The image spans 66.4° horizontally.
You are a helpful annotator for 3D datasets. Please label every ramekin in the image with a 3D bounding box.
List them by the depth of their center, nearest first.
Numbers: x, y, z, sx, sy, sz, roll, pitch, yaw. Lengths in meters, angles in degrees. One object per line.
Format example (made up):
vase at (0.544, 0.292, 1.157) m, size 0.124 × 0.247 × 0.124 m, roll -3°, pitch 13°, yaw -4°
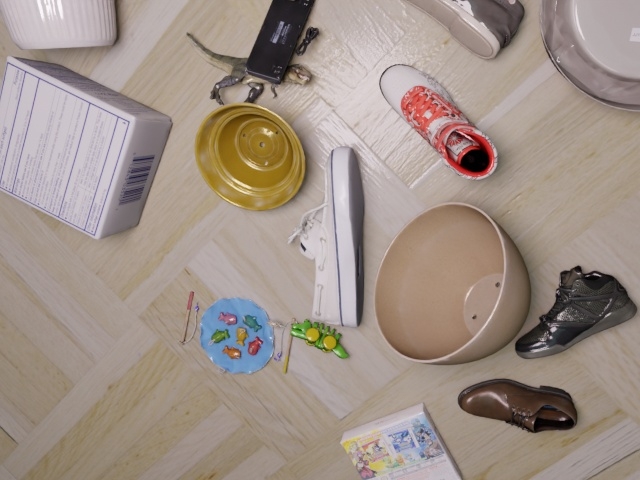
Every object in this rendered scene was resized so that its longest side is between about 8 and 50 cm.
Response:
ramekin at (-0.491, -0.423, 0.928) m, size 0.207 × 0.207 × 0.109 m, roll 3°, pitch 113°, yaw 11°

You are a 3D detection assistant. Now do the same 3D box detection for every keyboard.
keyboard at (-0.061, -0.378, 0.910) m, size 0.108 × 0.023 × 0.180 m, roll 21°, pitch 87°, yaw 14°

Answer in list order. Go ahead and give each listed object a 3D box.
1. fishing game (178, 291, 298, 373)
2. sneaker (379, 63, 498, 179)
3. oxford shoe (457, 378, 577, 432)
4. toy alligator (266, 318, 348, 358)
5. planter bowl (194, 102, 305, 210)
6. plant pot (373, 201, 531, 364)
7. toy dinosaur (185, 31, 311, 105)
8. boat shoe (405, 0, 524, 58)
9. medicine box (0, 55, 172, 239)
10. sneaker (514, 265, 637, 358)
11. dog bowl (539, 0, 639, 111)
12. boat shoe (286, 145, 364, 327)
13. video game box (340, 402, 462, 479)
fishing game at (-0.194, 0.220, 1.104) m, size 0.264 × 0.041 × 0.189 m, roll 17°, pitch 103°, yaw 7°
sneaker at (0.208, -0.213, 0.859) m, size 0.090 × 0.145 × 0.270 m, roll -43°, pitch 92°, yaw 18°
oxford shoe at (0.393, 0.335, 0.982) m, size 0.227 × 0.096 × 0.082 m, roll -1°, pitch 105°, yaw 14°
toy alligator at (-0.021, 0.196, 1.057) m, size 0.190 × 0.056 × 0.051 m, roll 24°, pitch 67°, yaw 4°
planter bowl at (-0.126, -0.174, 0.955) m, size 0.217 × 0.090 × 0.217 m, roll 6°, pitch 123°, yaw 10°
plant pot at (0.261, 0.097, 0.885) m, size 0.191 × 0.284 × 0.284 m, roll 24°, pitch 111°, yaw -33°
toy dinosaur at (-0.151, -0.313, 0.955) m, size 0.268 × 0.064 × 0.118 m, roll 17°, pitch 92°, yaw 8°
boat shoe at (0.199, -0.450, 0.832) m, size 0.335 × 0.112 × 0.095 m, roll 39°, pitch 90°, yaw -5°
medicine box at (-0.502, -0.190, 1.009) m, size 0.289 × 0.149 × 0.263 m, roll 26°, pitch 107°, yaw 5°
sneaker at (0.456, 0.130, 0.925) m, size 0.227 × 0.087 × 0.130 m, roll -32°, pitch 94°, yaw 14°
dog bowl at (0.522, -0.383, 0.776) m, size 0.349 × 0.102 × 0.348 m, roll 3°, pitch 104°, yaw 12°
boat shoe at (0.002, -0.002, 0.971) m, size 0.156 × 0.136 × 0.367 m, roll 2°, pitch 114°, yaw 14°
video game box at (0.177, 0.480, 1.086) m, size 0.205 × 0.048 × 0.187 m, roll -27°, pitch 99°, yaw 16°
